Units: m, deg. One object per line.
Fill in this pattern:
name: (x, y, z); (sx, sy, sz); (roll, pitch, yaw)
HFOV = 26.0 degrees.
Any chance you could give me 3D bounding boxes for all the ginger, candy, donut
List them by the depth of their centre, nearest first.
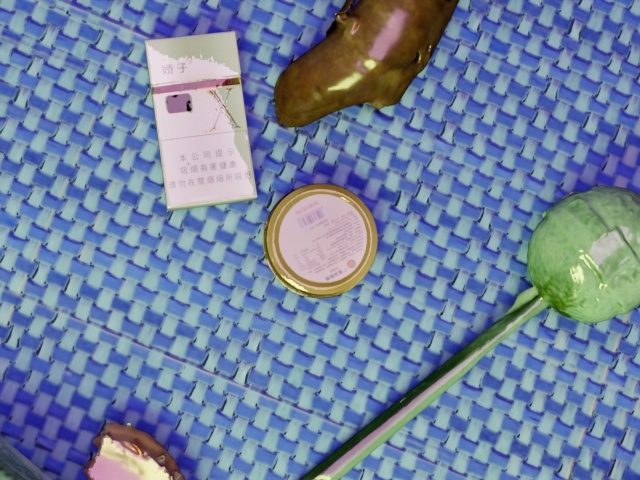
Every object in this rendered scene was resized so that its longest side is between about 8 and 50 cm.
donut: (-0.164, 0.247, 1.213); (0.117, 0.065, 0.166); (19, 85, -2)
candy: (0.128, 0.107, 1.253); (0.440, 0.119, 0.119); (-38, 90, 1)
ginger: (0.066, -0.236, 1.259); (0.133, 0.107, 0.309); (19, 87, -19)

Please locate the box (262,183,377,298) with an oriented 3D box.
box: (0.000, 0.000, 1.265); (0.105, 0.037, 0.106); (0, 85, -5)

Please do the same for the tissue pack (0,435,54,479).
tissue pack: (-0.332, 0.308, 1.125); (0.228, 0.128, 0.311); (32, 82, 27)

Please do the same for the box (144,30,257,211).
box: (-0.109, -0.108, 1.260); (0.084, 0.040, 0.154); (-8, 88, -6)
